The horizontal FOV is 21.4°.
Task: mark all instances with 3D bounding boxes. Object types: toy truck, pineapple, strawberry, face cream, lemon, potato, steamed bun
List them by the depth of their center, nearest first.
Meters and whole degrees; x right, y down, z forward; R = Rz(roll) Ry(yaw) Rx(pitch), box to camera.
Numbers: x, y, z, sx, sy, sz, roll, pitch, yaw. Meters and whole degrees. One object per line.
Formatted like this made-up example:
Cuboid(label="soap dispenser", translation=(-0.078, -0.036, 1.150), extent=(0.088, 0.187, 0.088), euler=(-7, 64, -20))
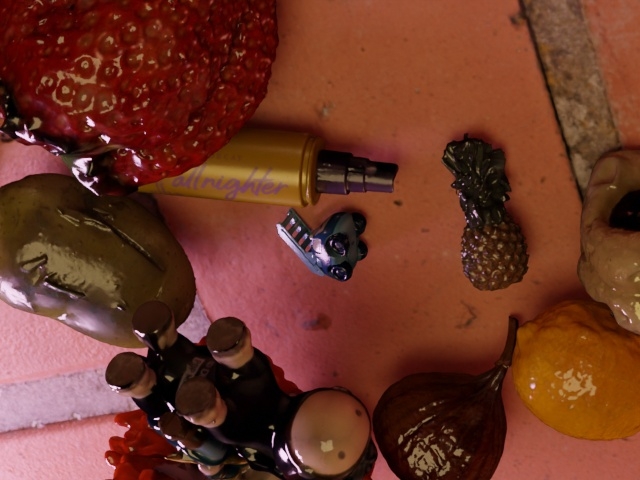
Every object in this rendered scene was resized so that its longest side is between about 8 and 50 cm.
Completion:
Cuboid(label="strawberry", translation=(-0.180, -0.197, 1.615), extent=(0.288, 0.250, 0.238), euler=(-49, 65, 11))
Cuboid(label="steamed bun", translation=(0.315, 0.017, 1.638), extent=(0.141, 0.155, 0.172), euler=(9, 121, 11))
Cuboid(label="pineapple", translation=(0.164, -0.030, 1.706), extent=(0.074, 0.074, 0.159), euler=(-8, 111, 19))
Cuboid(label="face cream", translation=(-0.057, -0.075, 1.728), extent=(0.273, 0.078, 0.078), euler=(6, 122, 11))
Cuboid(label="lemon", translation=(0.280, 0.134, 1.728), extent=(0.187, 0.142, 0.142), euler=(25, 123, -6))
Cuboid(label="toy truck", translation=(0.000, 0.000, 1.776), extent=(0.090, 0.056, 0.073), euler=(14, 130, 21))
Cuboid(label="potato", translation=(-0.249, 0.023, 1.800), extent=(0.248, 0.143, 0.169), euler=(29, 134, -4))

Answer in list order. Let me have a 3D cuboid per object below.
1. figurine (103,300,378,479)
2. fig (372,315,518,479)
Cuboid(label="figurine", translation=(-0.073, 0.208, 1.748), extent=(0.306, 0.241, 0.412), euler=(10, 152, 0))
Cuboid(label="fig", translation=(0.161, 0.181, 1.802), extent=(0.146, 0.134, 0.201), euler=(38, 113, -25))
